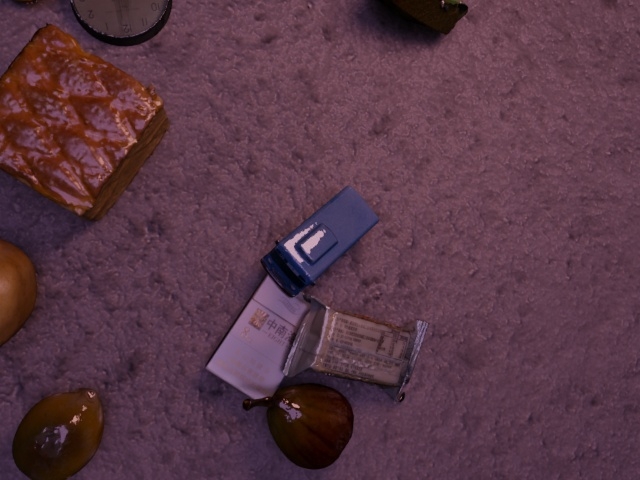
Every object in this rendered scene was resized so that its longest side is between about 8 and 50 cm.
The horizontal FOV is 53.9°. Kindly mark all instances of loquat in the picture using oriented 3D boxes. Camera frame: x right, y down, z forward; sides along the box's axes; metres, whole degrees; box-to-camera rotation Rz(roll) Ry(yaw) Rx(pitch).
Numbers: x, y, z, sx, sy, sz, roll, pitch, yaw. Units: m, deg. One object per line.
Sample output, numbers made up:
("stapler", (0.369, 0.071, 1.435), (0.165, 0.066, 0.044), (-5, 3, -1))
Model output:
("loquat", (-0.499, 0.372, 1.217), (0.152, 0.152, 0.195), (39, 89, -5))

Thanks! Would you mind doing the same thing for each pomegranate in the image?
("pomegranate", (-0.651, 0.097, 1.176), (0.232, 0.233, 0.233), (1, 86, -10))

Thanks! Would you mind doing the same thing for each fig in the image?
("fig", (-0.054, 0.355, 1.267), (0.274, 0.145, 0.170), (36, 85, -39))

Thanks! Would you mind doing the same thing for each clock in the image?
("clock", (-0.426, -0.526, 1.343), (0.214, 0.042, 0.215), (1, 86, -10))

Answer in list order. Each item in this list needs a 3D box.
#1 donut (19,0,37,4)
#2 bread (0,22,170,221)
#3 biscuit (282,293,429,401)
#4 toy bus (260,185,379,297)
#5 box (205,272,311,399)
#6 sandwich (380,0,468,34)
("donut", (-0.596, -0.565, 1.279), (0.181, 0.078, 0.146), (-15, 82, 6))
("bread", (-0.481, -0.214, 1.229), (0.279, 0.207, 0.279), (31, 81, -8))
("biscuit", (0.082, 0.232, 1.330), (0.308, 0.079, 0.186), (17, 88, -29))
("toy bus", (0.000, 0.000, 1.310), (0.234, 0.133, 0.116), (-41, 91, -28))
("box", (-0.114, 0.204, 1.332), (0.155, 0.067, 0.243), (34, 80, -8))
("sandwich", (0.178, -0.606, 1.404), (0.250, 0.162, 0.301), (8, 64, -43))
